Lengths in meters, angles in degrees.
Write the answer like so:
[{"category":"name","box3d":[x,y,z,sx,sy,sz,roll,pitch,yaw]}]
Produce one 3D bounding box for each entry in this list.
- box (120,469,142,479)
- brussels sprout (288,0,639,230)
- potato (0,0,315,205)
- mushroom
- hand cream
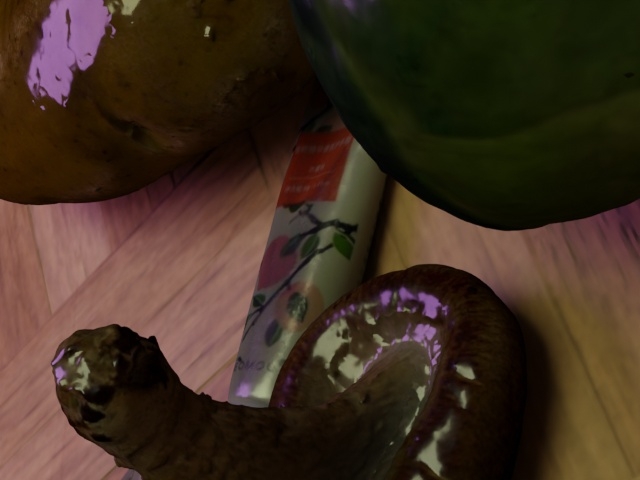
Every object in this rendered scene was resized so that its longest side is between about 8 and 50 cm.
[{"category":"box","box3d":[-0.117,0.228,0.739,0.175,0.062,0.260,-54,9,19]},{"category":"brussels sprout","box3d":[0.084,-0.125,0.641,0.210,0.219,0.271,-37,28,12]},{"category":"potato","box3d":[-0.117,-0.126,0.911,0.369,0.176,0.195,-22,87,47]},{"category":"mushroom","box3d":[-0.027,0.103,0.662,0.148,0.217,0.227,-9,68,46]},{"category":"hand cream","box3d":[0.000,0.000,0.814,0.080,0.050,0.234,-8,63,51]}]
